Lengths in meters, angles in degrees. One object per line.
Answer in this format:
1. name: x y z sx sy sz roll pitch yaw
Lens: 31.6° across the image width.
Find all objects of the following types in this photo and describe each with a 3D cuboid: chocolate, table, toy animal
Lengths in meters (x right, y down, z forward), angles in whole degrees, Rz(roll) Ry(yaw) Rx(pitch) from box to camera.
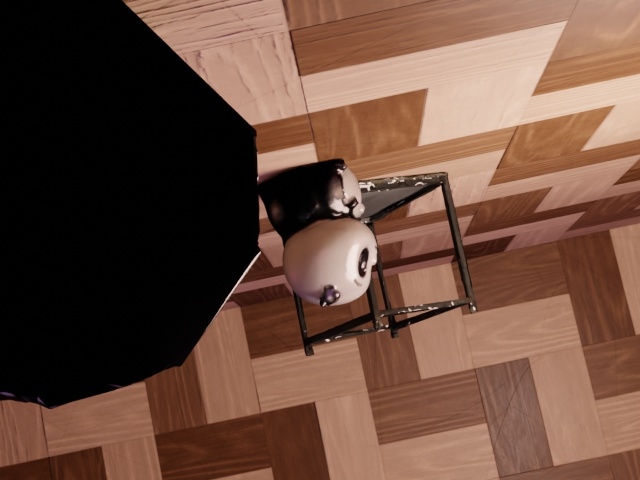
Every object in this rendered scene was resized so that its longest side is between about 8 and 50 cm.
1. chocolate: -0.299 -0.027 1.098 0.384 0.383 0.331 -6 -179 -30
2. table: 0.104 0.052 2.196 0.222 0.272 0.335 -8 170 -25
3. toy animal: 0.007 -0.006 1.891 0.165 0.235 0.187 -19 170 5
